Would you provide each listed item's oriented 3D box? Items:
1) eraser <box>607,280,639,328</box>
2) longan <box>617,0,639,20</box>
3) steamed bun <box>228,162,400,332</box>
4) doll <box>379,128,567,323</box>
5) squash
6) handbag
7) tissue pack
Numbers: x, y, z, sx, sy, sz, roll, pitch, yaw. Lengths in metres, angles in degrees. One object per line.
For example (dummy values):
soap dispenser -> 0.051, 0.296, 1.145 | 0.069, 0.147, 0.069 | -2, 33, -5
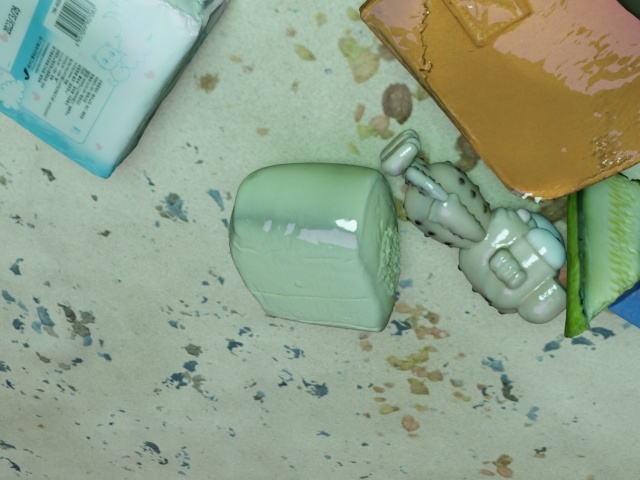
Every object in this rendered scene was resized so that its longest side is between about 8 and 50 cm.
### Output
eraser -> 0.497, 0.022, 0.872 | 0.144, 0.043, 0.312 | 29, 135, -10
longan -> 0.266, -0.216, 0.444 | 0.248, 0.248, 0.248 | 9, 136, 9
steamed bun -> 0.000, 0.000, 0.929 | 0.200, 0.155, 0.250 | 5, 141, 17
doll -> 0.181, -0.015, 0.865 | 0.278, 0.154, 0.119 | 40, 107, -19
squash -> 0.322, 0.046, 0.800 | 0.169, 0.252, 0.093 | 26, 137, -8
handbag -> 0.271, -0.226, 0.653 | 0.410, 0.116, 0.303 | -28, 117, 36
tissue pack -> -0.245, -0.220, 0.811 | 0.201, 0.124, 0.271 | 32, 135, -16
